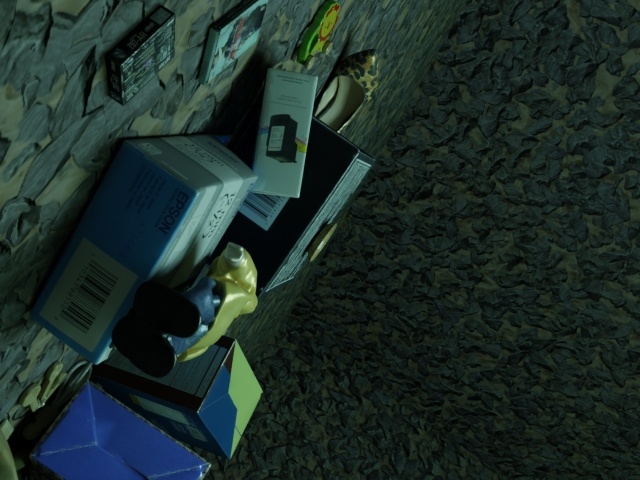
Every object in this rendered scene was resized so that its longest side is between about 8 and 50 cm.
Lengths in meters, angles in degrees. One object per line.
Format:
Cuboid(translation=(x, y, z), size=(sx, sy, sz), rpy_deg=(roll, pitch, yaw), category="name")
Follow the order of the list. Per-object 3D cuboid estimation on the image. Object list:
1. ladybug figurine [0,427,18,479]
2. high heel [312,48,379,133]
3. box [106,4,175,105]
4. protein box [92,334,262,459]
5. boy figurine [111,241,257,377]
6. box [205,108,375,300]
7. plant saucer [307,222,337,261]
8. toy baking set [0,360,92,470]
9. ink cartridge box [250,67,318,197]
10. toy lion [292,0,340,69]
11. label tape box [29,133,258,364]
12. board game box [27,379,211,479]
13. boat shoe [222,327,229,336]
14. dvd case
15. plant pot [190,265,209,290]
Cuboid(translation=(-0.385, 0.313, 0.779), size=(0.449, 0.161, 0.305), rpy_deg=(116, -32, -59), category="ladybug figurine")
Cuboid(translation=(0.030, -0.257, 1.606), size=(0.186, 0.093, 0.261), rpy_deg=(-59, -174, -33), category="high heel")
Cuboid(translation=(-0.174, -0.180, 0.789), size=(0.083, 0.018, 0.067), rpy_deg=(-53, 173, -26), category="box")
Cuboid(translation=(-0.233, 0.240, 1.350), size=(0.200, 0.201, 0.136), rpy_deg=(74, 36, -53), category="protein box")
Cuboid(translation=(-0.141, 0.072, 1.003), size=(0.177, 0.092, 0.285), rpy_deg=(-57, 175, 15), category="boy figurine")
Cuboid(translation=(-0.068, -0.076, 1.402), size=(0.296, 0.182, 0.294), rpy_deg=(-55, 174, 7), category="box")
Cuboid(translation=(0.000, 0.000, 1.421), size=(0.083, 0.015, 0.083), rpy_deg=(-55, 175, -7), category="plant saucer")
Cuboid(translation=(-0.416, 0.266, 1.209), size=(0.197, 0.030, 0.256), rpy_deg=(-56, 174, -2), category="toy baking set")
Cuboid(translation=(-0.057, -0.153, 1.179), size=(0.127, 0.072, 0.175), rpy_deg=(-141, -121, -81), category="ink cartridge box")
Cuboid(translation=(-0.001, -0.335, 1.292), size=(0.100, 0.034, 0.096), rpy_deg=(-50, 164, -44), category="toy lion")
Cuboid(translation=(-0.200, -0.008, 1.072), size=(0.249, 0.115, 0.347), rpy_deg=(-57, 172, 14), category="label tape box")
Cuboid(translation=(-0.335, 0.378, 1.301), size=(0.141, 0.232, 0.291), rpy_deg=(-56, -178, -31), category="board game box")
Cuboid(translation=(-0.305, 0.223, 1.556), size=(0.324, 0.122, 0.120), rpy_deg=(-55, 144, -35), category="boat shoe")
Cuboid(translation=(-0.105, -0.251, 0.987), size=(0.119, 0.013, 0.087), rpy_deg=(-50, 172, -40), category="dvd case")
Cuboid(translation=(-0.227, 0.073, 1.358), size=(0.109, 0.109, 0.096), rpy_deg=(2, 110, -83), category="plant pot")
